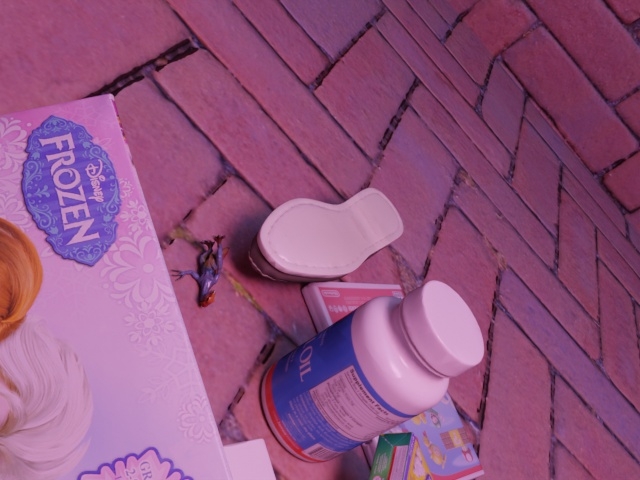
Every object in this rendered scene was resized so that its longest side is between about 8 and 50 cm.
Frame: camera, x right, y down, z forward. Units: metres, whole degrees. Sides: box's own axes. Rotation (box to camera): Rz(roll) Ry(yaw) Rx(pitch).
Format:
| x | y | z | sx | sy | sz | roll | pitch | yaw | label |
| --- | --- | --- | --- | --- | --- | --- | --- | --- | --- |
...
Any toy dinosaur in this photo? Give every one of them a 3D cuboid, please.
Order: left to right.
| x | y | z | sx | sy | sz | roll | pitch | yaw | label |
| --- | --- | --- | --- | --- | --- | --- | --- | --- | --- |
| -0.116 | 0.036 | 0.816 | 0.090 | 0.047 | 0.082 | 23 | 60 | -55 | toy dinosaur |

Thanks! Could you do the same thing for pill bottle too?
| x | y | z | sx | sy | sz | roll | pitch | yaw | label |
| --- | --- | --- | --- | --- | --- | --- | --- | --- | --- |
| 0.053 | 0.132 | 0.765 | 0.124 | 0.221 | 0.124 | 34 | 36 | -29 | pill bottle |

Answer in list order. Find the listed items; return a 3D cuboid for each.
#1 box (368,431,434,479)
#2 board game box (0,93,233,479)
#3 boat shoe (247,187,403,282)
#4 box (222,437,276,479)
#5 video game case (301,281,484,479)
| x | y | z | sx | sy | sz | roll | pitch | yaw | label |
| --- | --- | --- | --- | --- | --- | --- | --- | --- | --- |
| 0.098 | 0.301 | 0.779 | 0.105 | 0.043 | 0.179 | -67 | 142 | -52 | box |
| -0.229 | 0.085 | 0.401 | 0.317 | 0.066 | 0.319 | -16 | 62 | -16 | board game box |
| 0.002 | 0.004 | 0.952 | 0.305 | 0.091 | 0.109 | -19 | 76 | -57 | boat shoe |
| -0.123 | 0.212 | 0.503 | 0.130 | 0.170 | 0.091 | 7 | 56 | -50 | box |
| 0.096 | 0.184 | 0.962 | 0.204 | 0.025 | 0.285 | 6 | 55 | -50 | video game case |
